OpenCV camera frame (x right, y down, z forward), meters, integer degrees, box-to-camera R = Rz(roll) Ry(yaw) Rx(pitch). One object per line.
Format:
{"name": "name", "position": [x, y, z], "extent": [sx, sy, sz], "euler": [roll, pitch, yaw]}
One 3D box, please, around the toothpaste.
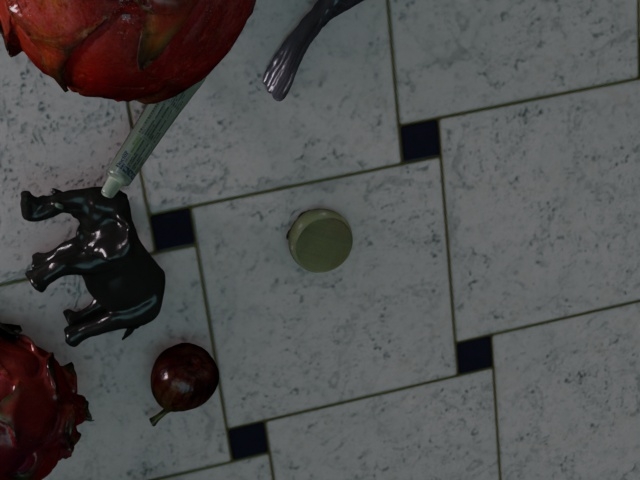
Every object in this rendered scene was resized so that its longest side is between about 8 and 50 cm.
{"name": "toothpaste", "position": [-0.198, -0.132, 1.582], "extent": [0.048, 0.029, 0.197], "euler": [38, 73, -26]}

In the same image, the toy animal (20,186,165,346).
{"name": "toy animal", "position": [-0.274, 0.020, 1.627], "extent": [0.146, 0.115, 0.245], "euler": [-23, 139, 2]}

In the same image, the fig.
{"name": "fig", "position": [-0.184, 0.192, 1.743], "extent": [0.088, 0.089, 0.125], "euler": [13, 135, -20]}

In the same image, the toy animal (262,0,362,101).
{"name": "toy animal", "position": [0.044, -0.337, 1.558], "extent": [0.367, 0.081, 0.206], "euler": [-37, 129, 2]}

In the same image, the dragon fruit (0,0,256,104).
{"name": "dragon fruit", "position": [-0.204, -0.296, 1.403], "extent": [0.295, 0.296, 0.302], "euler": [6, 125, -18]}

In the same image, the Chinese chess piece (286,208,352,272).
{"name": "Chinese chess piece", "position": [0.000, 0.000, 1.726], "extent": [0.084, 0.034, 0.084], "euler": [-7, 115, -15]}

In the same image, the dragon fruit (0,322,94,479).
{"name": "dragon fruit", "position": [-0.405, 0.200, 1.625], "extent": [0.274, 0.193, 0.192], "euler": [13, 139, -19]}
